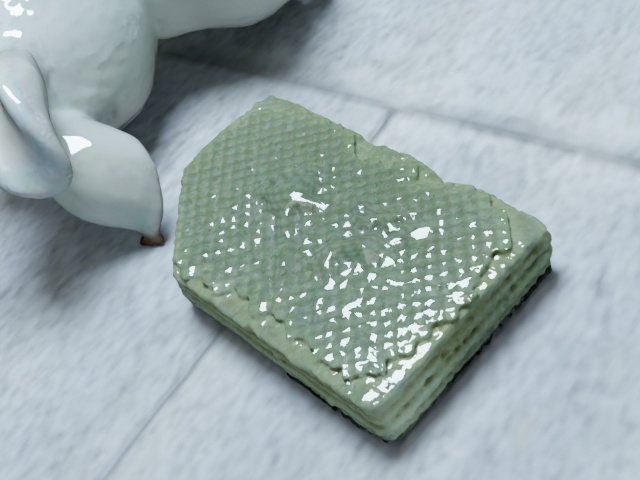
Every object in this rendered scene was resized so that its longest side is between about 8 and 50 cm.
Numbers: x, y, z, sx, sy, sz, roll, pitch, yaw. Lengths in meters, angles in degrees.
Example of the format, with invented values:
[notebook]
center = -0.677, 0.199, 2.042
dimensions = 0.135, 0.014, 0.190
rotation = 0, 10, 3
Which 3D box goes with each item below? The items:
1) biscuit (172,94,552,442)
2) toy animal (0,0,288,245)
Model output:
[biscuit]
center = 0.000, 0.000, 0.708
dimensions = 0.150, 0.052, 0.252
rotation = -44, 46, -16
[toy animal]
center = -0.148, -0.160, 0.833
dimensions = 0.247, 0.183, 0.310
rotation = 28, 66, 41
